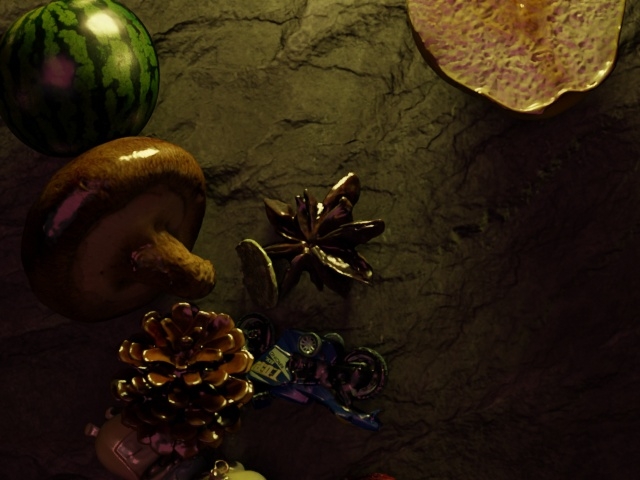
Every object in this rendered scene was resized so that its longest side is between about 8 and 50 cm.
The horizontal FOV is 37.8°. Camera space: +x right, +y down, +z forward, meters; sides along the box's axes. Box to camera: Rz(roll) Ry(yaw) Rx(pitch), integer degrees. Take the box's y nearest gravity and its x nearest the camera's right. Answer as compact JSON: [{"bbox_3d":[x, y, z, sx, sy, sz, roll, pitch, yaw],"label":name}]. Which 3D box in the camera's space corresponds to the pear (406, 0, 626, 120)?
[{"bbox_3d":[0.313,-0.380,1.529,0.341,0.191,0.386,-21,86,6],"label":"pear"}]

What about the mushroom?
[{"bbox_3d":[-0.350,-0.016,1.598,0.239,0.345,0.344,7,92,45],"label":"mushroom"}]

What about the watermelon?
[{"bbox_3d":[-0.422,-0.279,1.615,0.285,0.285,0.285,0,90,10],"label":"watermelon"}]

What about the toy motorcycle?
[{"bbox_3d":[-0.027,0.237,1.629,0.316,0.113,0.168,16,90,25],"label":"toy motorcycle"}]

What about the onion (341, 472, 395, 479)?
[{"bbox_3d":[0.087,0.490,1.597,0.184,0.147,0.183,0,99,-2],"label":"onion"}]

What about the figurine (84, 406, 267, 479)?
[{"bbox_3d":[-0.264,0.451,1.659,0.394,0.227,0.274,37,125,14],"label":"figurine"}]

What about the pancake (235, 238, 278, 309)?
[{"bbox_3d":[-0.110,0.061,1.652,0.023,0.116,0.129,-22,108,-32],"label":"pancake"}]

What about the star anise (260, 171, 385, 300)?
[{"bbox_3d":[-0.001,0.004,1.621,0.283,0.129,0.212,-17,85,27],"label":"star anise"}]

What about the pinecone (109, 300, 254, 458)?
[{"bbox_3d":[-0.227,0.221,1.585,0.264,0.264,0.264,0,90,10],"label":"pinecone"}]
